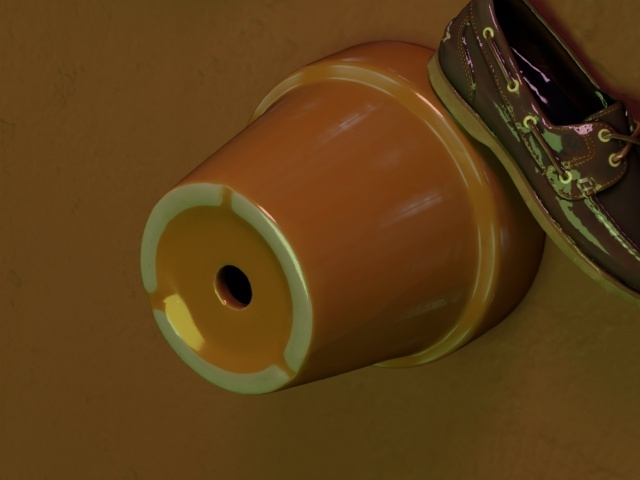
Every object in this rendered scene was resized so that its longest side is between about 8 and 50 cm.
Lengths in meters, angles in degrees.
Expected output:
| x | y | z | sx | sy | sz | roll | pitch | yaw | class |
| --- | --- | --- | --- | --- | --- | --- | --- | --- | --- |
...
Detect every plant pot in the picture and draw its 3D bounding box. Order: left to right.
| x | y | z | sx | sy | sz | roll | pitch | yaw | class |
| --- | --- | --- | --- | --- | --- | --- | --- | --- | --- |
| 0.000 | 0.000 | 0.913 | 0.205 | 0.188 | 0.205 | 17 | 119 | 33 | plant pot |

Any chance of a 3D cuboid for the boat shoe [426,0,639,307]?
| x | y | z | sx | sy | sz | roll | pitch | yaw | class |
| --- | --- | --- | --- | --- | --- | --- | --- | --- | --- |
| 0.143 | -0.054 | 0.851 | 0.207 | 0.073 | 0.073 | 49 | 133 | 12 | boat shoe |
